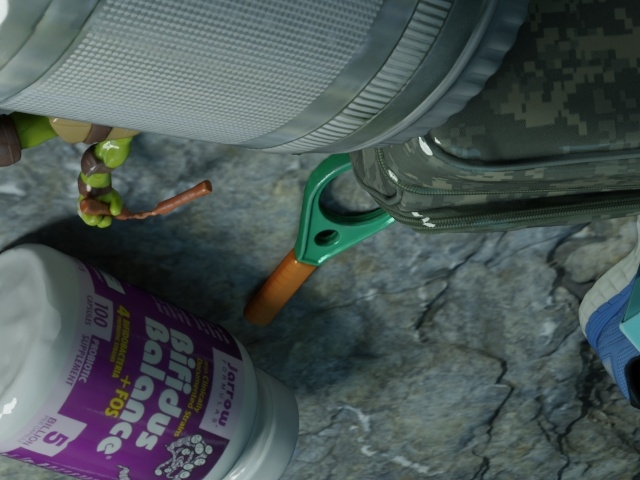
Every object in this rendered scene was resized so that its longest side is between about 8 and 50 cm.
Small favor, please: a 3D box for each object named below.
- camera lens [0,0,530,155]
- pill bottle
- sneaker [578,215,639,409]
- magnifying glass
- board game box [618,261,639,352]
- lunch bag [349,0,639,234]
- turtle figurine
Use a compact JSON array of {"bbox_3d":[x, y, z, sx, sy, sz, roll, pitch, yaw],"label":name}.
[{"bbox_3d":[-0.059,-0.156,0.493,0.274,0.219,0.219,5,140,-44],"label":"camera lens"},{"bbox_3d":[-0.162,0.132,0.961,0.169,0.169,0.301,-36,137,26],"label":"pill bottle"},{"bbox_3d":[0.351,0.040,1.012,0.129,0.147,0.330,-2,139,-13],"label":"sneaker"},{"bbox_3d":[0.000,0.000,0.962,0.092,0.026,0.231,15,135,-30],"label":"magnifying glass"},{"bbox_3d":[0.372,-0.053,0.736,0.079,0.254,0.336,49,121,-2],"label":"board game box"},{"bbox_3d":[0.167,-0.116,0.726,0.305,0.213,0.256,-6,172,-8],"label":"lunch bag"},{"bbox_3d":[-0.159,-0.101,0.740,0.217,0.087,0.269,-8,151,-31],"label":"turtle figurine"}]
